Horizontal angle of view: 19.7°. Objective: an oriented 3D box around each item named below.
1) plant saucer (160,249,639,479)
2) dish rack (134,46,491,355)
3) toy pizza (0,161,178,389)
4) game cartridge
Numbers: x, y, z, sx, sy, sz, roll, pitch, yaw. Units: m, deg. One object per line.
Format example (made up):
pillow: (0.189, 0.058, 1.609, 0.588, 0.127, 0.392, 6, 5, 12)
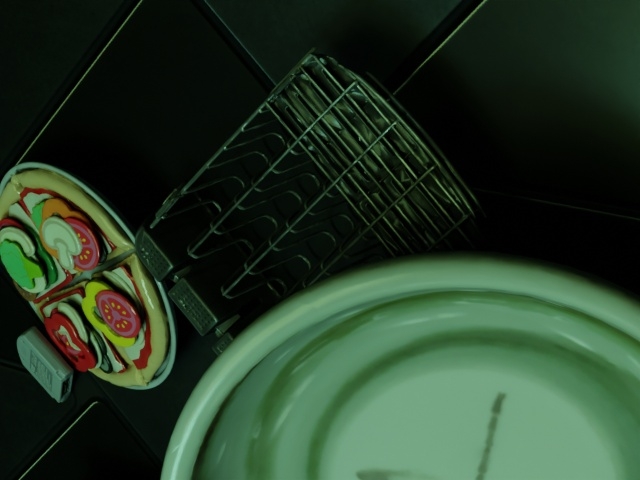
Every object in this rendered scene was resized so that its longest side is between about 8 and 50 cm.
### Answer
plant saucer: (0.099, 0.173, 1.188, 0.400, 0.100, 0.400, 3, 116, 7)
dish rack: (0.000, 0.000, 1.251, 0.208, 0.074, 0.271, 50, 131, 4)
toy pizza: (-0.188, 0.033, 1.411, 0.201, 0.032, 0.201, 30, 139, 31)
game cartridge: (-0.224, 0.099, 1.491, 0.056, 0.017, 0.083, 44, 159, 7)
